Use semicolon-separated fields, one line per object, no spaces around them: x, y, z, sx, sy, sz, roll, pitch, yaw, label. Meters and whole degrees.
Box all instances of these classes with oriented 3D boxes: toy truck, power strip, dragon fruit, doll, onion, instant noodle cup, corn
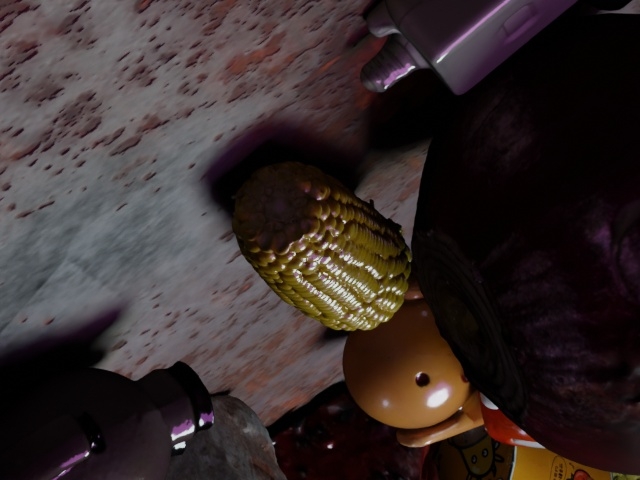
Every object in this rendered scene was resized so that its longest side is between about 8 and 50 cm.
0.165;0.101;1.704;0.239;0.189;0.265;-17;-163;-40;toy truck
0.159;-0.195;1.132;0.338;0.058;0.098;-39;165;5;power strip
0.012;0.317;1.982;0.286;0.228;0.329;-31;161;-31;dragon fruit
-0.195;0.163;1.263;0.257;0.117;0.182;-31;169;-34;doll
0.201;-0.023;1.289;0.282;0.336;0.260;-19;138;-3;onion
0.188;0.256;1.999;0.172;0.215;0.216;20;128;-32;instant noodle cup
0.001;0.005;1.302;0.091;0.091;0.260;-27;162;8;corn

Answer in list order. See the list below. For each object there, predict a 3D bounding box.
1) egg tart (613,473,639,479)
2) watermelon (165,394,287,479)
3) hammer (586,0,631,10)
0.381;0.158;2.268;0.443;0.178;0.443;-23;-150;14;egg tart
-0.112;0.247;1.598;0.387;0.258;0.228;22;150;-23;watermelon
0.319;-0.283;1.279;0.365;0.043;0.111;-36;164;-11;hammer
